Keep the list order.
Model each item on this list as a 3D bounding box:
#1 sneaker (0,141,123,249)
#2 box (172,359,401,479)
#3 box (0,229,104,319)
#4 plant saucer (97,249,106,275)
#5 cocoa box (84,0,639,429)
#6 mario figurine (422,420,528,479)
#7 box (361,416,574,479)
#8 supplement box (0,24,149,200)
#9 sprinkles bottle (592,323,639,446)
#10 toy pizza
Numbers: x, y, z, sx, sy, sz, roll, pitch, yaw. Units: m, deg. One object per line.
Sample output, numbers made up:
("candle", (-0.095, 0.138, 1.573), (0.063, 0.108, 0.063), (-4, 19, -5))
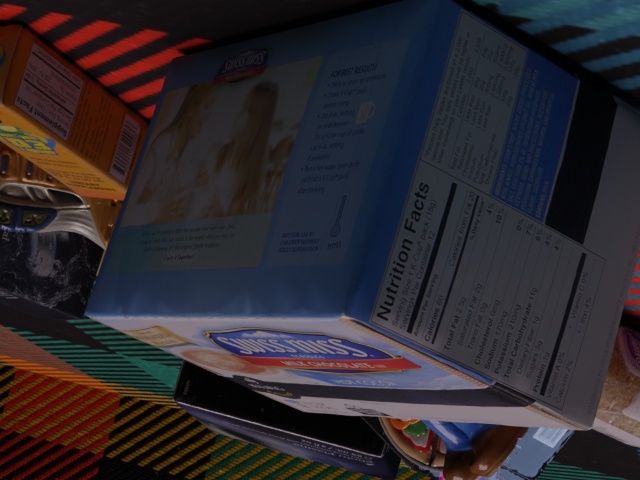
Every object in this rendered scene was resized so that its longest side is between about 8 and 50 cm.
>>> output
("sneaker", (-0.230, -0.050, 1.656), (0.296, 0.112, 0.131), (17, -170, -16))
("box", (-0.020, 0.204, 2.229), (0.296, 0.183, 0.294), (14, 168, 10))
("box", (-0.325, -0.009, 1.764), (0.158, 0.156, 0.093), (25, 163, -35))
("plant saucer", (-0.106, 0.044, 1.891), (0.332, 0.081, 0.332), (24, 164, -31))
("cocoa box", (0.029, -0.010, 1.161), (0.228, 0.231, 0.347), (26, 164, -32))
("mario figurine", (0.050, 0.144, 1.687), (0.320, 0.170, 0.198), (42, 123, 3))
("box", (0.179, 0.204, 1.954), (0.142, 0.163, 0.247), (42, -173, 40))
("supplement box", (-0.237, -0.110, 1.412), (0.078, 0.080, 0.233), (7, 162, 28))
("sprinkles bottle", (0.294, 0.139, 1.706), (0.355, 0.121, 0.121), (26, 164, -37))
("toy pizza", (0.140, 0.160, 1.797), (0.201, 0.201, 0.032), (7, 176, 35))
